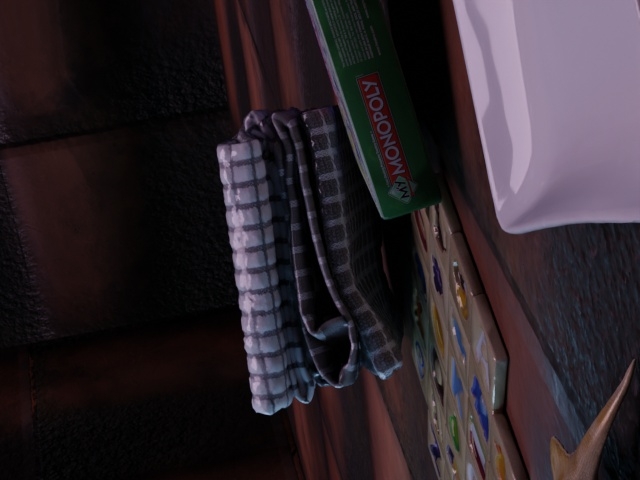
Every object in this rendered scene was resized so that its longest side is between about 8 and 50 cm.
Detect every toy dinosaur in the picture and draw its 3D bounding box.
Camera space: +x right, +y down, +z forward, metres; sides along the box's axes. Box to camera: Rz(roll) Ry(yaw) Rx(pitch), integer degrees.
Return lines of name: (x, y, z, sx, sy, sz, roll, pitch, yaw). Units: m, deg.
toy dinosaur: (0.130, 0.137, 0.813, 0.183, 0.053, 0.092, 89, 170, -59)

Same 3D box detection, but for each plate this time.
plate: (0.097, -0.144, 0.673, 0.277, 0.045, 0.278, 170, 90, -83)

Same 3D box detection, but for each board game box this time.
board game box: (0.006, -0.190, 1.136, 0.213, 0.046, 0.317, -107, -1, -75)

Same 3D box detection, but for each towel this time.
towel: (0.000, 0.000, 1.370, 0.283, 0.121, 0.235, -53, -45, -82)

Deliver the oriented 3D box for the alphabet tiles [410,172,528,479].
alphabet tiles: (0.106, 0.126, 1.222, 0.342, 0.011, 0.285, 86, 172, -49)
